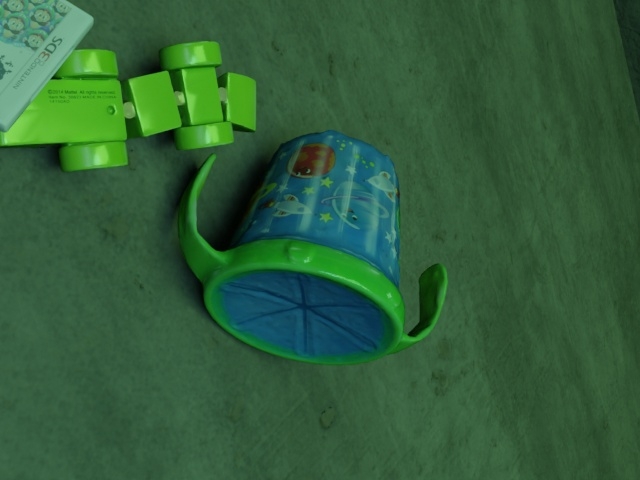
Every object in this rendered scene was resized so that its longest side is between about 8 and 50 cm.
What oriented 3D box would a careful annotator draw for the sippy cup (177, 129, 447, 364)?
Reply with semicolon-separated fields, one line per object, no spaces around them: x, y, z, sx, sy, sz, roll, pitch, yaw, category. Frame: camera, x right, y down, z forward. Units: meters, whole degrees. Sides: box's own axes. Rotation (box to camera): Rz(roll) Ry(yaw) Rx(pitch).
0.000;0.000;0.955;0.305;0.240;0.224;53;41;-44;sippy cup

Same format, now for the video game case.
-0.306;-0.189;0.698;0.157;0.019;0.143;31;61;-8;video game case

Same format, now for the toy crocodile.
-0.196;-0.139;0.828;0.340;0.105;0.115;-17;101;-43;toy crocodile
